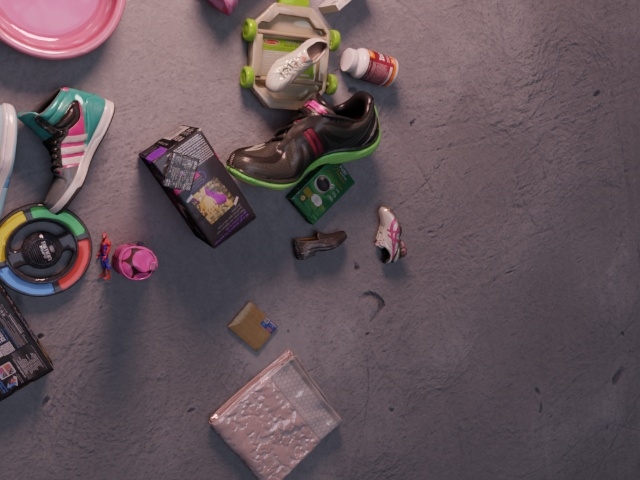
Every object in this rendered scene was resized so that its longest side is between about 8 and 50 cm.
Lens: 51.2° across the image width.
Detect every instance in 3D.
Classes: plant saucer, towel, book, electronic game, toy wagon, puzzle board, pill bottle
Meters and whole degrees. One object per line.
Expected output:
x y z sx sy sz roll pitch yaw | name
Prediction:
-0.598 -0.565 1.459 0.332 0.084 0.331 -7 105 -26 | plant saucer
-0.123 0.543 2.009 0.317 0.053 0.331 -40 117 -14 | towel
0.072 -0.664 1.791 0.144 0.096 0.035 -43 119 -13 | book
-0.662 0.023 1.589 0.229 0.048 0.229 -7 105 -27 | electronic game
-0.077 -0.521 1.763 0.267 0.068 0.344 -2 102 -28 | toy wagon
-0.194 0.247 1.921 0.096 0.011 0.128 -50 120 -11 | puzzle board
0.137 -0.489 1.875 0.152 0.086 0.086 7 99 -30 | pill bottle

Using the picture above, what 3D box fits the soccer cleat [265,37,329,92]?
-0.061 -0.451 1.703 0.196 0.076 0.068 -44 118 -12 | soccer cleat

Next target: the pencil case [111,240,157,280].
-0.448 0.050 1.619 0.098 0.209 0.095 24 85 -19 | pencil case

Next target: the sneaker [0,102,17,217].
-0.781 -0.159 1.435 0.208 0.127 0.318 12 95 -32 | sneaker

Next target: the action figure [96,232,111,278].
-0.539 0.038 1.666 0.030 0.038 0.115 -5 106 -45 | action figure

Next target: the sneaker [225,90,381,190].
-0.046 -0.280 1.759 0.483 0.185 0.202 -27 133 -31 | sneaker

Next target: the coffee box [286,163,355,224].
0.002 -0.146 1.913 0.184 0.040 0.113 -47 120 -11 | coffee box

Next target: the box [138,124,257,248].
-0.306 -0.137 1.674 0.143 0.165 0.270 -38 117 -14 | box

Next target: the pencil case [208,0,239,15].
-0.178 -0.682 1.641 0.284 0.124 0.124 -47 119 -10 | pencil case

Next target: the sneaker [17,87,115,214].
-0.605 -0.220 1.513 0.178 0.124 0.295 27 81 -36 | sneaker

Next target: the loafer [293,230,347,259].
0.000 0.000 1.938 0.170 0.062 0.061 -23 107 -23 | loafer

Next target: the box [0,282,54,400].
-0.826 0.257 1.543 0.293 0.073 0.295 -31 115 -18 | box

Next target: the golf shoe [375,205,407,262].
0.205 -0.015 2.041 0.086 0.067 0.186 -26 113 -19 | golf shoe

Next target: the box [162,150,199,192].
-0.324 -0.159 1.552 0.067 0.018 0.083 13 96 -28 | box
